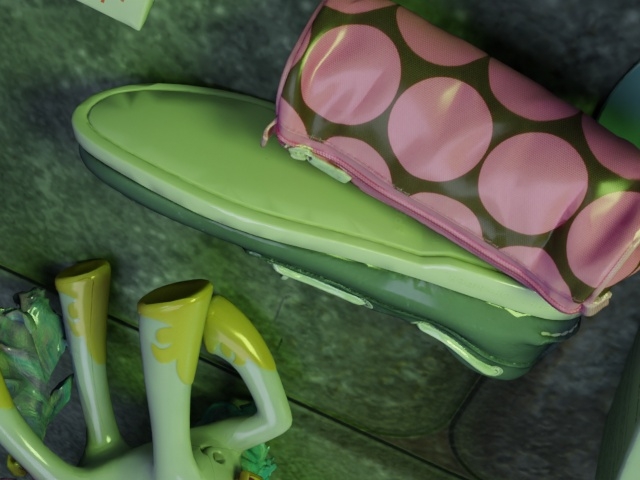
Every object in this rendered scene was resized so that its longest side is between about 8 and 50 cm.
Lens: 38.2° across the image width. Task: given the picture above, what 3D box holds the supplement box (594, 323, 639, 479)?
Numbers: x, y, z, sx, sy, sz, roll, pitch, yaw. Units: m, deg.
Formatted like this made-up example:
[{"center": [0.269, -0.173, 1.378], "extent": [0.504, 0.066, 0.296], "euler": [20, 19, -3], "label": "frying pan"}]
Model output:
[{"center": [0.229, 0.114, 0.532], "extent": [0.111, 0.114, 0.220], "euler": [12, 139, 13], "label": "supplement box"}]

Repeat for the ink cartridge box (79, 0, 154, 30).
[{"center": [-0.119, -0.181, 0.447], "extent": [0.198, 0.067, 0.115], "euler": [24, 150, -11], "label": "ink cartridge box"}]

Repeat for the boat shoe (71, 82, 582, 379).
[{"center": [0.000, 0.000, 0.552], "extent": [0.320, 0.116, 0.099], "euler": [19, 130, 1], "label": "boat shoe"}]

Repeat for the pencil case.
[{"center": [0.076, -0.042, 0.480], "extent": [0.209, 0.098, 0.095], "euler": [30, 162, 9], "label": "pencil case"}]

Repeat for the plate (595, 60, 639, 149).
[{"center": [0.235, -0.031, 0.483], "extent": [0.188, 0.024, 0.188], "euler": [12, 131, 14], "label": "plate"}]

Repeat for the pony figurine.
[{"center": [-0.162, 0.205, 0.725], "extent": [0.351, 0.303, 0.363], "euler": [-9, 109, 19], "label": "pony figurine"}]
